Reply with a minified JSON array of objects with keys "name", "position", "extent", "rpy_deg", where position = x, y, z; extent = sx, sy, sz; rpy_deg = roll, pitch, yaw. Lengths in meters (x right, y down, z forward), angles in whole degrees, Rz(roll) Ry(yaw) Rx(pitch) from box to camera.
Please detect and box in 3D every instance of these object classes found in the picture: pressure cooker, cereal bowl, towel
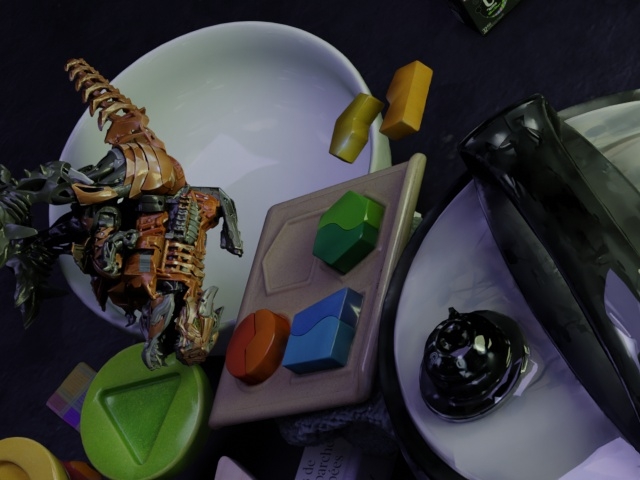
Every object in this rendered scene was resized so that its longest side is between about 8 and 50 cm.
[{"name":"pressure cooker","position":[0.245,0.105,1.135],"extent":[0.370,0.420,0.375],"rpy_deg":[7,60,37]},{"name":"cereal bowl","position":[-0.082,-0.036,1.575],"extent":[0.339,0.141,0.339],"rpy_deg":[-10,61,19]},{"name":"towel","position":[-0.245,0.165,1.686],"extent":[0.060,0.009,0.083],"rpy_deg":[-49,47,-10]}]

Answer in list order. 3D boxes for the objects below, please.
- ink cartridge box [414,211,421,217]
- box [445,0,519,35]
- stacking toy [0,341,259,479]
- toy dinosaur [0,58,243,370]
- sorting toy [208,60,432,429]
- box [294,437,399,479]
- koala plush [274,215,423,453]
[{"name":"ink cartridge box","position":[-0.035,0.009,1.656],"extent":[0.232,0.066,0.189],"rpy_deg":[29,74,26]},{"name":"box","position":[0.175,-0.272,1.717],"extent":[0.083,0.062,0.052],"rpy_deg":[-44,44,-4]},{"name":"stacking toy","position":[-0.153,0.263,1.471],"extent":[0.279,0.130,0.309],"rpy_deg":[-44,56,6]},{"name":"toy dinosaur","position":[-0.188,-0.020,1.471],"extent":[0.218,0.164,0.322],"rpy_deg":[-17,40,-2]},{"name":"sorting toy","position":[0.000,0.000,1.345],"extent":[0.229,0.041,0.307],"rpy_deg":[-21,48,51]},{"name":"box","position":[0.037,0.163,1.471],"extent":[0.063,0.067,0.324],"rpy_deg":[-1,56,32]},{"name":"koala plush","position":[0.084,0.125,1.375],"extent":[0.203,0.221,0.196],"rpy_deg":[-31,40,44]}]
